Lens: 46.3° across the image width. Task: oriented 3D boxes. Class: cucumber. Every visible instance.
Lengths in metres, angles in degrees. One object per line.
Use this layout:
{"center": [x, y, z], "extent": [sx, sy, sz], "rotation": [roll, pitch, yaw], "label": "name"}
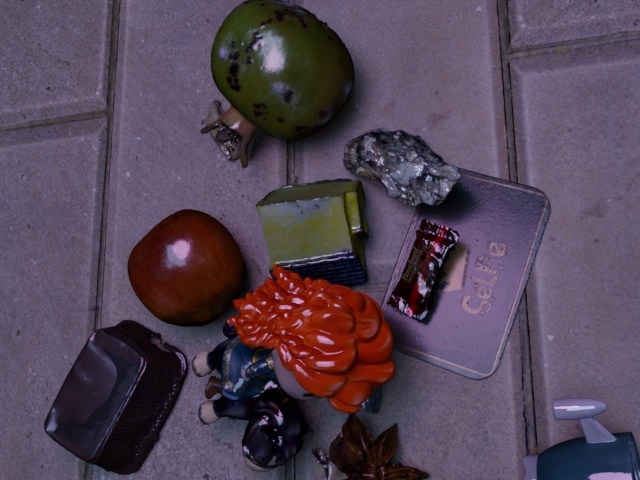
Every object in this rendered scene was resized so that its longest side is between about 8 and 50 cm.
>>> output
{"center": [0.084, 0.264, 1.384], "extent": [0.064, 0.064, 0.112], "rotation": [-4, 78, 17], "label": "cucumber"}

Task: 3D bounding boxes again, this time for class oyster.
{"center": [0.147, -0.143, 1.423], "extent": [0.199, 0.087, 0.252], "rotation": [-17, 42, 5], "label": "oyster"}

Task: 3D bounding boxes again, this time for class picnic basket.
{"center": [-0.419, 0.315, 1.499], "extent": [0.222, 0.129, 0.297], "rotation": [27, 88, 20], "label": "picnic basket"}

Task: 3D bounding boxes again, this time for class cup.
{"center": [0.418, 0.391, 1.190], "extent": [0.173, 0.167, 0.300], "rotation": [-12, 99, 24], "label": "cup"}

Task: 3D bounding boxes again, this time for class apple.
{"center": [-0.257, 0.058, 1.467], "extent": [0.230, 0.230, 0.230], "rotation": [-4, 76, 17], "label": "apple"}

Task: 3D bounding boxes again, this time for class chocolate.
{"center": [0.188, 0.053, 1.376], "extent": [0.086, 0.028, 0.182], "rotation": [27, 100, 24], "label": "chocolate"}

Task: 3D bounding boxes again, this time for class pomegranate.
{"center": [-0.103, -0.312, 1.456], "extent": [0.323, 0.291, 0.291], "rotation": [-37, 69, -4], "label": "pomegranate"}

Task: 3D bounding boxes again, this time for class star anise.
{"center": [0.081, 0.399, 1.301], "extent": [0.111, 0.212, 0.196], "rotation": [-15, 101, 54], "label": "star anise"}

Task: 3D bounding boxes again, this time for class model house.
{"center": [0.000, 0.000, 1.451], "extent": [0.194, 0.170, 0.211], "rotation": [-8, 103, 9], "label": "model house"}

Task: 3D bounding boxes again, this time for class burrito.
{"center": [-0.213, -0.235, 1.607], "extent": [0.055, 0.041, 0.149], "rotation": [-27, 66, -4], "label": "burrito"}
{"center": [0.034, 0.484, 1.350], "extent": [0.063, 0.058, 0.229], "rotation": [-24, 69, 17], "label": "burrito"}

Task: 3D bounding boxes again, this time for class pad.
{"center": [0.283, 0.055, 1.364], "extent": [0.315, 0.063, 0.375], "rotation": [17, 84, 21], "label": "pad"}

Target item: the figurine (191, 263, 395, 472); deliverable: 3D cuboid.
{"center": [-0.066, 0.227, 1.331], "extent": [0.412, 0.241, 0.306], "rotation": [-49, 44, 22], "label": "figurine"}
